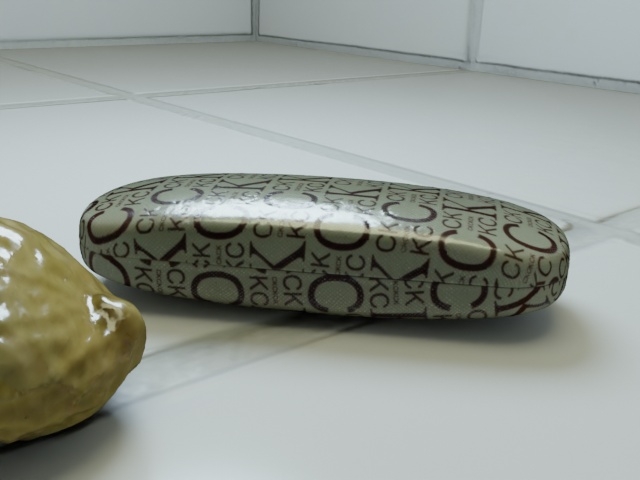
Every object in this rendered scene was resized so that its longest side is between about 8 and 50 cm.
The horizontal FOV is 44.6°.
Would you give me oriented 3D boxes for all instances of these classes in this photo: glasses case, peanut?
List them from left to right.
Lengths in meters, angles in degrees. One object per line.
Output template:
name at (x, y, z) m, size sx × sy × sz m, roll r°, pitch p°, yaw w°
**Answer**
peanut at (-0.209, 0.047, 0.389) m, size 0.233 × 0.110 × 0.197 m, roll -8°, pitch 21°, yaw -21°
glasses case at (0.000, 0.000, 0.579) m, size 0.355 × 0.085 × 0.137 m, roll 5°, pitch 20°, yaw 7°
